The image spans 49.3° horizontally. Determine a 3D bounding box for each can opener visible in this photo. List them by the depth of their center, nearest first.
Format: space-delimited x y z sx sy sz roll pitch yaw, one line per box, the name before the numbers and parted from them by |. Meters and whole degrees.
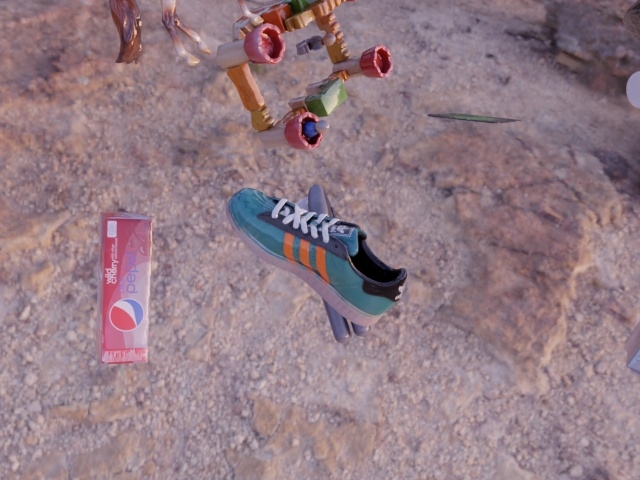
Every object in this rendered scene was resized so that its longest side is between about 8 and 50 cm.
can opener | 0.014 0.043 1.241 0.074 0.093 0.280 -19 80 9

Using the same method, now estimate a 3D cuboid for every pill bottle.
pill bottle | 0.630 -0.281 1.257 0.137 0.078 0.078 -13 46 -16

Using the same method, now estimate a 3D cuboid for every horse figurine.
horse figurine | -0.143 -0.307 0.792 0.263 0.174 0.066 -42 20 -25

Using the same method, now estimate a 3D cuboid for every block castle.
block castle | -0.007 -0.442 1.660 0.213 0.303 0.453 -2 35 39

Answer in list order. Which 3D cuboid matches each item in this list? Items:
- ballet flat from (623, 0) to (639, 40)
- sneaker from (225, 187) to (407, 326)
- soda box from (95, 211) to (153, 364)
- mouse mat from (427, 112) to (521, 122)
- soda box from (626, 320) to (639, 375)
ballet flat | 0.560 -0.393 1.137 0.084 0.058 0.250 38 0 13
sneaker | 0.000 0.000 1.068 0.302 0.121 0.108 36 36 -4
soda box | -0.353 0.083 1.247 0.083 0.263 0.092 1 8 -24
mouse mat | 0.327 -0.259 1.472 0.153 0.007 0.190 12 17 28
soda box | 0.450 0.125 0.870 0.091 0.098 0.286 35 13 21
